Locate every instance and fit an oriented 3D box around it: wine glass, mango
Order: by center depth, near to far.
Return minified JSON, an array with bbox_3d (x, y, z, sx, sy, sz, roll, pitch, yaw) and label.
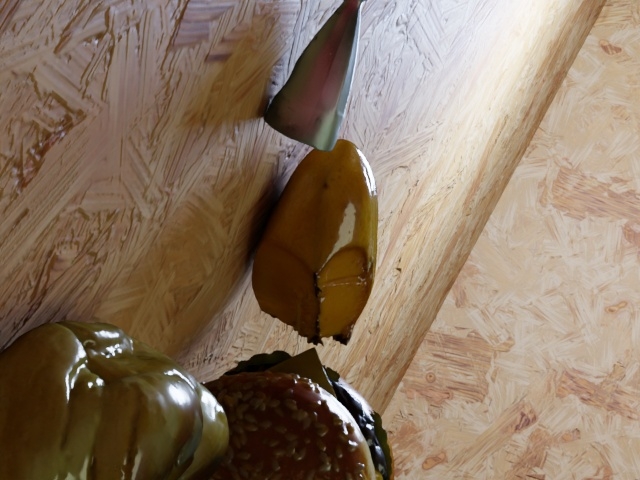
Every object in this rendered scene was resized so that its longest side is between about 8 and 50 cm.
[{"bbox_3d":[0.006,-0.166,1.115,0.155,0.073,0.073,-68,167,16],"label":"wine glass"},{"bbox_3d":[0.000,0.000,1.325,0.154,0.126,0.252,-37,146,-47],"label":"mango"}]

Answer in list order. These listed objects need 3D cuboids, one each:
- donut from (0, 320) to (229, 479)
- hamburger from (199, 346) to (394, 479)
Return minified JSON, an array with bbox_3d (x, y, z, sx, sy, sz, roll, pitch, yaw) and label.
[{"bbox_3d":[-0.200,0.229,0.893,0.360,0.170,0.360,-55,165,-22],"label":"donut"},{"bbox_3d":[-0.054,0.266,1.329,0.291,0.291,0.225,-63,167,4],"label":"hamburger"}]
